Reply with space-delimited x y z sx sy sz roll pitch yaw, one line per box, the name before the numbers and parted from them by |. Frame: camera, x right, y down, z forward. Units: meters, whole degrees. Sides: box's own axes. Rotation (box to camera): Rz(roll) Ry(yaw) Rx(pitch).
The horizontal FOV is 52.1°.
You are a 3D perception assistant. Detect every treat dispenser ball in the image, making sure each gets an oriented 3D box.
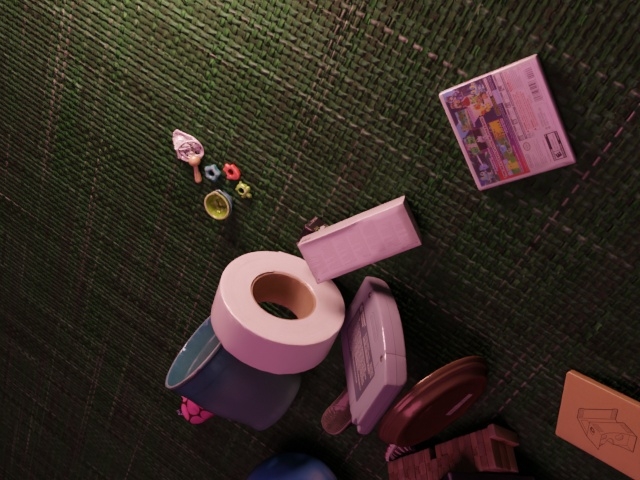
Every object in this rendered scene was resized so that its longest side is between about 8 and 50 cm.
treat dispenser ball | -0.077 0.713 1.742 0.288 0.288 0.288 13 122 23

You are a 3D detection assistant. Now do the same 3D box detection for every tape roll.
tape roll | -0.093 0.152 1.443 0.286 0.286 0.100 30 127 12

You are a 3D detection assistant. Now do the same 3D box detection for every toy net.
toy net | -0.265 -0.164 1.513 0.122 0.045 0.232 -35 96 38

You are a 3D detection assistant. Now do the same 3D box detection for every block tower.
block tower | 0.299 0.529 1.523 0.091 0.097 0.335 27 133 -33

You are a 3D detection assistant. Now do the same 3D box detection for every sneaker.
sneaker | 0.210 0.498 1.603 0.075 0.063 0.170 23 127 12
sneaker | 0.104 0.380 1.598 0.222 0.118 0.083 -42 71 11

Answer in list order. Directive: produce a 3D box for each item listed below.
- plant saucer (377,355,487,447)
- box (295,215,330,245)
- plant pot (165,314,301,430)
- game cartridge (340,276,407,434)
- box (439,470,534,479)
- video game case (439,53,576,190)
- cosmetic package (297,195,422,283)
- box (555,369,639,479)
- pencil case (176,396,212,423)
plant saucer | 0.245 0.346 1.375 0.041 0.278 0.277 53 135 34
box | 0.000 0.000 1.451 0.083 0.052 0.062 35 128 9
plant pot | -0.198 0.328 1.627 0.255 0.271 0.272 43 130 -16
game cartridge | 0.109 0.229 1.384 0.062 0.297 0.198 16 128 -19
box | 0.327 0.732 1.451 0.212 0.293 0.395 8 137 -13
video game case | 0.333 -0.204 1.170 0.184 0.023 0.201 -16 108 35
cosmetic package | 0.082 0.000 1.359 0.239 0.060 0.098 -21 103 17
box | 0.572 0.370 1.299 0.201 0.021 0.164 25 124 43
pencil case | -0.315 0.446 1.856 0.209 0.095 0.098 -37 74 36
